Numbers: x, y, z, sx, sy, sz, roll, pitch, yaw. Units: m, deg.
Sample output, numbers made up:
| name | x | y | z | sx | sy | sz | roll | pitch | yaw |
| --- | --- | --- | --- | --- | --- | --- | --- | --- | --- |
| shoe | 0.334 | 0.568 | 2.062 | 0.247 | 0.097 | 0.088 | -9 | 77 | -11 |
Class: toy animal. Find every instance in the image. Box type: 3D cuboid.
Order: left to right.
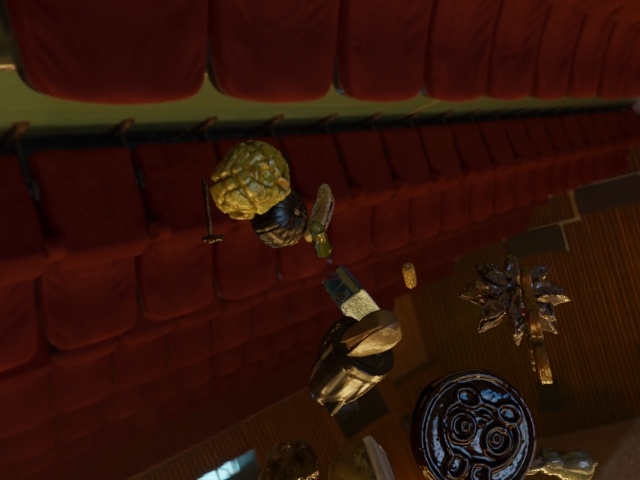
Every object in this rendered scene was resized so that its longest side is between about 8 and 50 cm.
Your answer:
| name | x | y | z | sx | sy | sz | roll | pitch | yaw |
| --- | --- | --- | --- | --- | --- | --- | --- | --- | --- |
| toy animal | 0.814 | 0.766 | 1.971 | 0.251 | 0.127 | 0.125 | 13 | -164 | -16 |

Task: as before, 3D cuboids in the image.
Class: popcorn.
| name | x | y | z | sx | sy | sz | roll | pitch | yaw |
| --- | --- | --- | --- | --- | --- | --- | --- | --- | --- |
| popcorn | -0.224 | -0.189 | 1.791 | 0.258 | 0.224 | 0.270 | -37 | -158 | 7 |

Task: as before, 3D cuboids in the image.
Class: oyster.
| name | x | y | z | sx | sy | sz | roll | pitch | yaw |
| --- | --- | --- | --- | --- | --- | --- | --- | --- | --- |
| oyster | -0.132 | 0.816 | 2.003 | 0.396 | 0.111 | 0.204 | -41 | -152 | 31 |

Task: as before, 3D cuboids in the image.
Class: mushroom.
| name | x | y | z | sx | sy | sz | roll | pitch | yaw |
| --- | --- | --- | --- | --- | --- | --- | --- | --- | --- |
| mushroom | 0.148 | 0.917 | 2.127 | 0.218 | 0.291 | 0.212 | -22 | -178 | -9 |

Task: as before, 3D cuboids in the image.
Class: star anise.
| name | x | y | z | sx | sy | sz | roll | pitch | yaw |
| --- | --- | --- | --- | --- | --- | --- | --- | --- | --- |
| star anise | 0.589 | 0.164 | 1.731 | 0.332 | 0.331 | 0.117 | -15 | 145 | 0 |

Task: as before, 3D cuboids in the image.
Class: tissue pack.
| name | x | y | z | sx | sy | sz | roll | pitch | yaw |
| --- | --- | --- | --- | --- | --- | --- | --- | --- | --- |
| tissue pack | 0.142 | 0.262 | 2.598 | 0.146 | 0.198 | 0.263 | -38 | -151 | 0 |

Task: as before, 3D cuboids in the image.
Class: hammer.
| name | x | y | z | sx | sy | sz | roll | pitch | yaw |
| --- | --- | --- | --- | --- | --- | --- | --- | --- | --- |
| hammer | -0.305 | -0.079 | 1.566 | 0.065 | 0.178 | 0.021 | 0 | -168 | 15 |

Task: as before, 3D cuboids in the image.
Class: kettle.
| name | x | y | z | sx | sy | sz | roll | pitch | yaw |
| --- | --- | --- | --- | --- | --- | --- | --- | --- | --- |
| kettle | 0.070 | 0.436 | 2.059 | 0.228 | 0.320 | 0.324 | 15 | 130 | -28 |

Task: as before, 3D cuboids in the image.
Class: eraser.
| name | x | y | z | sx | sy | sz | roll | pitch | yaw |
| --- | --- | --- | --- | --- | --- | --- | --- | --- | --- |
| eraser | 0.135 | 0.491 | 1.185 | 0.023 | 0.103 | 0.150 | -28 | -139 | 5 |

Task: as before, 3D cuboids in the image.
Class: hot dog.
| name | x | y | z | sx | sy | sz | roll | pitch | yaw |
| --- | --- | --- | --- | --- | --- | --- | --- | --- | --- |
| hot dog | 0.004 | -0.105 | 2.256 | 0.073 | 0.242 | 0.084 | 13 | 167 | 20 |

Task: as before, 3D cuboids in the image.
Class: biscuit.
| name | x | y | z | sx | sy | sz | roll | pitch | yaw |
| --- | --- | --- | --- | --- | --- | --- | --- | --- | --- |
| biscuit | 0.478 | 0.599 | 1.763 | 0.408 | 0.407 | 0.091 | -15 | 171 | -14 |
| biscuit | 0.543 | 0.218 | 1.459 | 0.049 | 0.301 | 0.197 | -14 | 144 | 21 |

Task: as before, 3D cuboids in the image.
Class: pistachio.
| name | x | y | z | sx | sy | sz | roll | pitch | yaw |
| --- | --- | --- | --- | --- | --- | --- | --- | --- | --- |
| pistachio | 0.160 | 0.297 | 1.799 | 0.226 | 0.135 | 0.136 | -32 | 170 | 31 |

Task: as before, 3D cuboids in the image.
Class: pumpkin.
| name | x | y | z | sx | sy | sz | roll | pitch | yaw |
| --- | --- | --- | --- | --- | --- | --- | --- | --- | --- |
| pumpkin | -0.141 | -0.082 | 1.974 | 0.162 | 0.220 | 0.220 | -14 | 180 | 32 |

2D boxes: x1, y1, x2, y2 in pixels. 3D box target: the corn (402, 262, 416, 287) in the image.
| name | x | y | z | sx | sy | sz | roll | pitch | yaw |
| --- | --- | --- | --- | --- | --- | --- | --- | --- | --- |
| corn | 0.251 | 0.101 | 1.606 | 0.037 | 0.037 | 0.092 | -15 | 138 | 5 |

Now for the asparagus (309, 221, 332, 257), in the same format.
| name | x | y | z | sx | sy | sz | roll | pitch | yaw |
| --- | --- | --- | --- | --- | --- | --- | --- | --- | --- |
| asparagus | 0.001 | -0.002 | 2.084 | 0.060 | 0.067 | 0.277 | -50 | 165 | -12 |
